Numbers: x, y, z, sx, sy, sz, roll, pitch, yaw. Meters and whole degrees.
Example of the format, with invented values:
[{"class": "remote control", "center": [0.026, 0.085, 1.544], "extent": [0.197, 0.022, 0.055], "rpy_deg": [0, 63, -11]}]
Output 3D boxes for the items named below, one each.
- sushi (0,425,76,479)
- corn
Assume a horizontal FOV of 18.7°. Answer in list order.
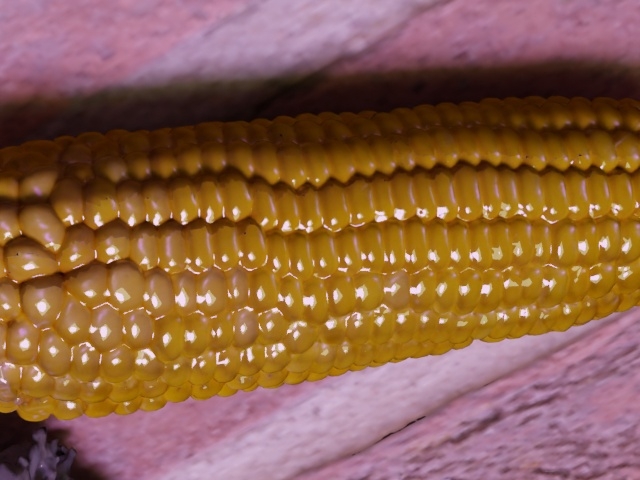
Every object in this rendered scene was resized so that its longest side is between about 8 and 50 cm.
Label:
[{"class": "sushi", "center": [-0.121, 0.188, 0.840], "extent": [0.126, 0.136, 0.225], "rpy_deg": [-16, 139, 12]}, {"class": "corn", "center": [0.000, 0.000, 0.725], "extent": [0.305, 0.106, 0.106], "rpy_deg": [-9, 134, -13]}]
